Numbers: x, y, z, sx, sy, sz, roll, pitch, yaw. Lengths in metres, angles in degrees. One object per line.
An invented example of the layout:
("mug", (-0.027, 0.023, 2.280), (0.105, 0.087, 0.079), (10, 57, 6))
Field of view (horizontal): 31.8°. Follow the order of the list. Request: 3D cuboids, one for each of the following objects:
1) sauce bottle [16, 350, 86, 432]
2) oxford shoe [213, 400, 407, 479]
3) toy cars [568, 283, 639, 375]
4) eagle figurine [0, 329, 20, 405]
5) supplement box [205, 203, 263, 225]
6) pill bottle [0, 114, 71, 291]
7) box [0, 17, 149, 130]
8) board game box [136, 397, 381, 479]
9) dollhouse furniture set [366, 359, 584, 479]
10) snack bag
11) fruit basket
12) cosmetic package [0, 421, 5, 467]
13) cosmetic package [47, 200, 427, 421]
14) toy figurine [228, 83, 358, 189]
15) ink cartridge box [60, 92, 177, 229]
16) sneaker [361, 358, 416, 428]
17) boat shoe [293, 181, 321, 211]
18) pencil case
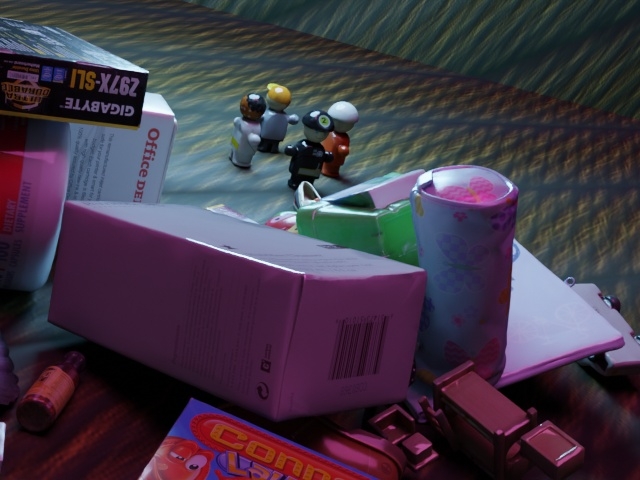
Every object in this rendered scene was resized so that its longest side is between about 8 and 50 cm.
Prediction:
("sauce bottle", (-0.278, 0.154, 1.175), (0.042, 0.042, 0.128), (16, 19, 0))
("oxford shoe", (-0.021, 0.221, 1.158), (0.212, 0.076, 0.076), (16, 41, 9))
("toy cars", (0.317, 0.102, 1.685), (0.394, 0.087, 0.176), (28, 34, 19))
("eagle figurine", (-0.408, 0.073, 1.078), (0.225, 0.298, 0.226), (-30, 73, -30))
("supplement box", (-0.135, -0.013, 1.678), (0.083, 0.055, 0.043), (28, 24, 26))
("pill bottle", (-0.515, -0.075, 1.318), (0.408, 0.229, 0.229), (8, 22, -18))
("box", (-0.392, -0.218, 1.367), (0.257, 0.079, 0.322), (1, 18, -35))
("board game box", (-0.026, 0.288, 0.918), (0.308, 0.086, 0.302), (23, 22, 3))
("dollhouse furniture set", (0.165, 0.250, 1.236), (0.161, 0.101, 0.182), (-26, 41, -25))
("snack bag", (0.197, 0.101, 1.524), (0.323, 0.037, 0.342), (-16, 34, -19))
("fruit basket", (0.000, 0.000, 1.504), (0.353, 0.165, 0.327), (2, 16, 39))
("cosmetic package", (-0.388, 0.193, 0.920), (0.239, 0.098, 0.060), (9, 24, -17))
("cosmetic package", (-0.101, 0.064, 1.244), (0.385, 0.156, 0.217), (17, 11, 39))
("toy figurine", (-0.051, -0.203, 2.089), (0.210, 0.148, 0.213), (23, 22, 17))
("ink cartridge box", (-0.362, -0.122, 1.590), (0.273, 0.197, 0.114), (8, 22, -22))
("sneaker", (0.077, 0.129, 1.306), (0.051, 0.089, 0.170), (8, 63, -16))
("boat shoe", (-0.012, -0.054, 1.890), (0.049, 0.043, 0.137), (9, 23, -23))
("pencil case", (0.165, 0.047, 1.332), (0.124, 0.273, 0.113), (10, 30, 18))
